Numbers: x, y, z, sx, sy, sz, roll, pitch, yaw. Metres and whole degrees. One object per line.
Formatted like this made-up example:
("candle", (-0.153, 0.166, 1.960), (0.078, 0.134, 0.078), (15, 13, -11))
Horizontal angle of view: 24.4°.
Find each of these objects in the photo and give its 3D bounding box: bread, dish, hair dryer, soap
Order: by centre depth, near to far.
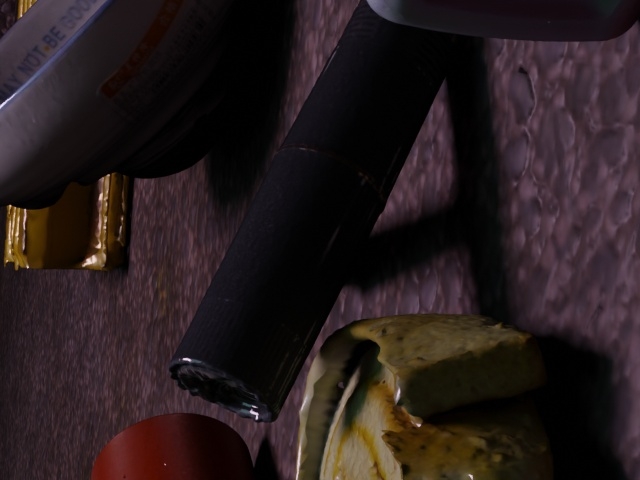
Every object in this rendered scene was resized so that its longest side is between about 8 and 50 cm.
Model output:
("bread", (0.037, 0.084, 0.507), (0.156, 0.064, 0.117), (174, 96, -74))
("hair dryer", (-0.007, 0.014, 0.624), (0.173, 0.050, 0.195), (-61, -7, -23))
("dish", (-0.122, -0.101, 0.942), (0.273, 0.134, 0.273), (-38, 21, 17))
("soap", (-0.230, -0.129, 1.368), (0.204, 0.096, 0.324), (-171, 84, -73))

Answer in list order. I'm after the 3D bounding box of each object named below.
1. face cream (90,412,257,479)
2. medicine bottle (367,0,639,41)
("face cream", (-0.063, 0.192, 0.760), (0.214, 0.096, 0.095), (-110, 29, -53))
("medicine bottle", (0.054, -0.164, 0.449), (0.119, 0.094, 0.188), (112, 155, -49))
